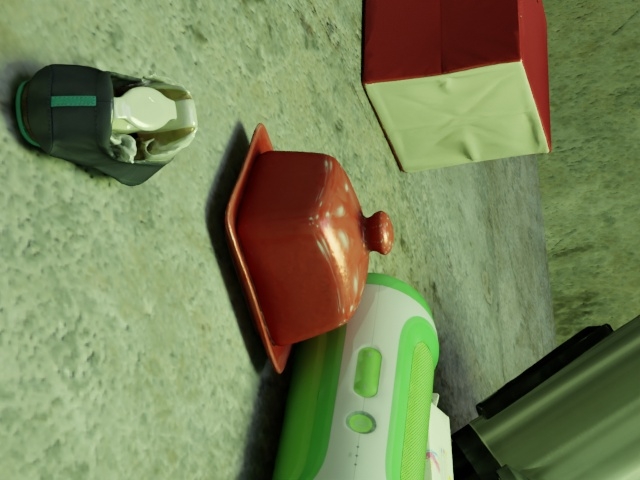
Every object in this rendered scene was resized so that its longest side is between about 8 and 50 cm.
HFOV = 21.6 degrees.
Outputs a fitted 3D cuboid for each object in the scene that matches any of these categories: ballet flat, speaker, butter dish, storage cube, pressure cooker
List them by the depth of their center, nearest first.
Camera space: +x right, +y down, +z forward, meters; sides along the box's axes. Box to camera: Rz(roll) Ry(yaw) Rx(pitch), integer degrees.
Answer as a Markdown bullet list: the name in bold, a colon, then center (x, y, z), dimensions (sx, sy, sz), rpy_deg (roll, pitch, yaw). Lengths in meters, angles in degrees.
- **ballet flat**: center (-0.115, -0.072, 1.028), dimensions (0.203, 0.074, 0.074), rpy_deg (6, 77, -75)
- **butter dish**: center (0.000, 0.000, 1.333), dimensions (0.160, 0.118, 0.160), rpy_deg (-74, 153, -55)
- **speaker**: center (0.026, 0.162, 1.341), dimensions (0.296, 0.131, 0.131), rpy_deg (-80, 157, -50)
- **pressure cooker**: center (0.314, 0.316, 1.848), dimensions (0.370, 0.420, 0.375), rpy_deg (57, -1, -15)
- **storage cube**: center (0.160, -0.213, 1.921), dimensions (0.215, 0.183, 0.193), rpy_deg (62, 25, -54)

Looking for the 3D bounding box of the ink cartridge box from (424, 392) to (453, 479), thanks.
- **ink cartridge box**: center (0.068, 0.210, 1.542), dimensions (0.090, 0.092, 0.143), rpy_deg (45, 38, -66)
